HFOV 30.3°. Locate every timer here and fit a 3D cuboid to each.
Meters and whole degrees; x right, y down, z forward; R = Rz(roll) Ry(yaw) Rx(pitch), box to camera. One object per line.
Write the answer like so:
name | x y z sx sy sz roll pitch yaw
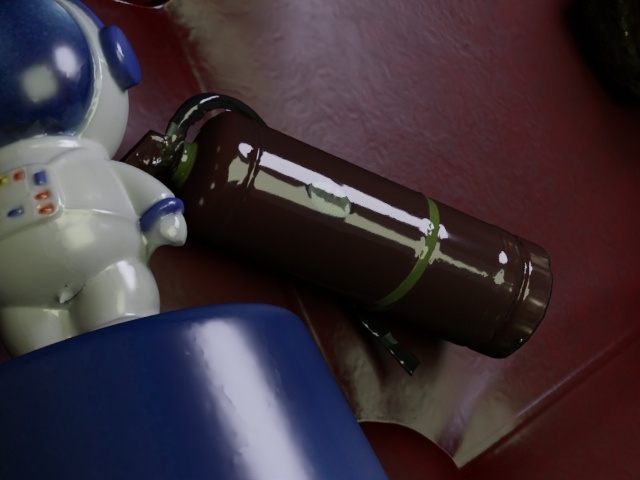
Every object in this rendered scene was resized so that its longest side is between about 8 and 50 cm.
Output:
timer | -0.146 0.028 0.680 0.270 0.270 0.384 -10 71 -36

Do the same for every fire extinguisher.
fire extinguisher | 0.000 0.000 0.857 0.341 0.105 0.141 22 88 -22

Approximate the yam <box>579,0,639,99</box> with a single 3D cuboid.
yam | 0.402 -0.240 1.142 0.300 0.195 0.195 -20 91 -38
